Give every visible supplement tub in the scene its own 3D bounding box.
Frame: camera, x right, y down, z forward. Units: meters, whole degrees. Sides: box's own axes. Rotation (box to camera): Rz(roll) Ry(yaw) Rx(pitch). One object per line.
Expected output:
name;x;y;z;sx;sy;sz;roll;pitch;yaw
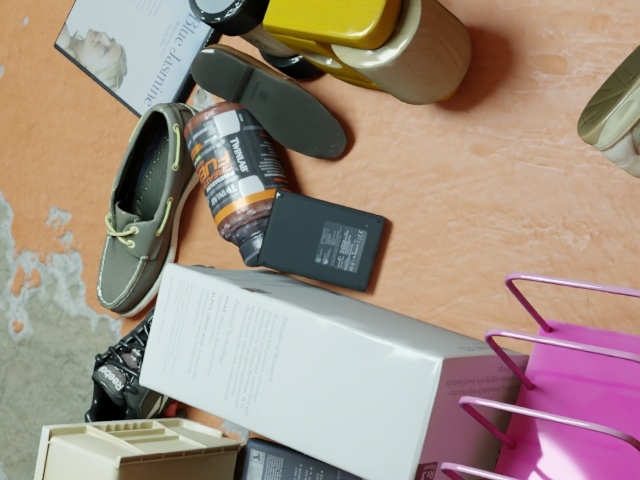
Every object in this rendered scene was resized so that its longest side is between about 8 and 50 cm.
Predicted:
supplement tub;-0.093;-0.069;1.598;0.106;0.106;0.198;-31;70;28

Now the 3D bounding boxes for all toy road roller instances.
toy road roller;0.029;-0.312;1.482;0.329;0.202;0.241;20;88;35

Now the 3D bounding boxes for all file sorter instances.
file sorter;0.244;0.197;1.251;0.202;0.182;0.291;9;69;34

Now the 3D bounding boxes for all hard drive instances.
hard drive;0.000;0.000;1.530;0.135;0.022;0.094;15;96;-8

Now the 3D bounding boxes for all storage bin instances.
storage bin;-0.223;0.361;1.562;0.123;0.260;0.262;12;93;35

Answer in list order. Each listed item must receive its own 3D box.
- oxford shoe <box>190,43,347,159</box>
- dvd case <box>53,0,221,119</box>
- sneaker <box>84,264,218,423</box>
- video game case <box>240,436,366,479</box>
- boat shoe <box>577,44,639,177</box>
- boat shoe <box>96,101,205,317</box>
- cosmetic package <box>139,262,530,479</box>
oxford shoe;-0.054;-0.178;1.573;0.212;0.076;0.076;35;116;-6
dvd case;-0.254;-0.284;1.770;0.253;0.022;0.180;39;108;29
sneaker;-0.216;0.153;1.648;0.097;0.135;0.276;38;106;32
video game case;0.010;0.365;1.548;0.274;0.026;0.196;10;93;33
boat shoe;0.393;-0.193;1.295;0.098;0.109;0.302;36;111;-11
boat shoe;-0.236;-0.041;1.699;0.109;0.091;0.305;30;103;32
cosmetic package;0.012;0.147;1.449;0.385;0.217;0.156;15;95;32
